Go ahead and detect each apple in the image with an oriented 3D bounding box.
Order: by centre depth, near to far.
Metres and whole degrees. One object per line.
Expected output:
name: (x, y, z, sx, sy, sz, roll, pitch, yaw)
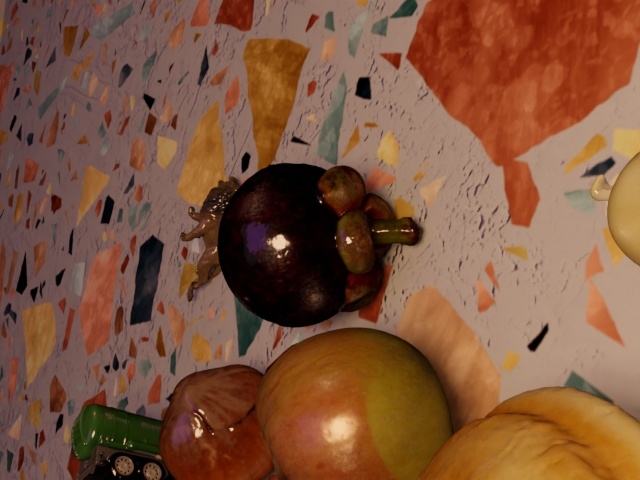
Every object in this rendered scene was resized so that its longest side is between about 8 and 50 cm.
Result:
apple: (0.038, 0.212, 0.963, 0.261, 0.193, 0.261, 165, 90, -85)

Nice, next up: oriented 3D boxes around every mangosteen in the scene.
mangosteen: (0.000, 0.000, 1.116, 0.249, 0.211, 0.212, -7, 73, 22)

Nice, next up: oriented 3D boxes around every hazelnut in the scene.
hazelnut: (-0.137, 0.250, 1.233, 0.182, 0.182, 0.182, -20, 65, 50)

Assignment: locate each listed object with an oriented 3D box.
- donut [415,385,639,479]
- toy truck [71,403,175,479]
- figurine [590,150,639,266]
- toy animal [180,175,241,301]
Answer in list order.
donut: (0.189, 0.337, 0.686, 0.449, 0.198, 0.449, 180, 90, -70)
toy truck: (-0.236, 0.313, 1.298, 0.101, 0.242, 0.125, -45, 35, 37)
figurine: (0.334, -0.009, 0.637, 0.275, 0.226, 0.394, -56, 23, -14)
toy animal: (-0.186, 0.000, 1.456, 0.069, 0.086, 0.220, -61, -8, -70)
